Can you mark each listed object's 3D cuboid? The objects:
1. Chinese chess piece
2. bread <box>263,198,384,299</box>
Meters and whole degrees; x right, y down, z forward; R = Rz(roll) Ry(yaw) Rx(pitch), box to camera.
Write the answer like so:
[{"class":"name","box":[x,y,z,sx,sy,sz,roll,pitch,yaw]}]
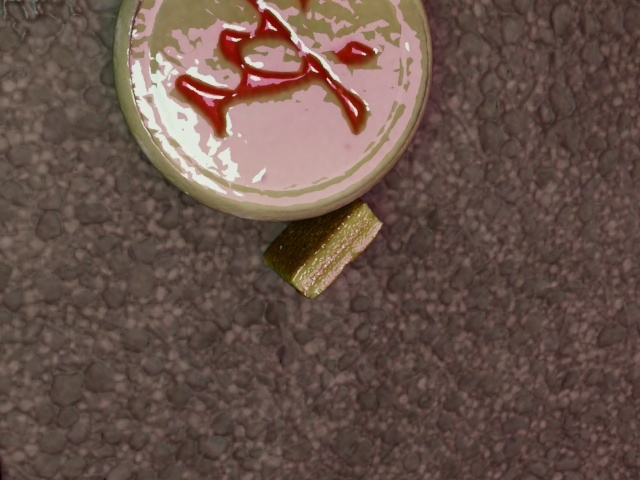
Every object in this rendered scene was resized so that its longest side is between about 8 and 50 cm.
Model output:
[{"class":"Chinese chess piece","box":[-0.036,-0.139,0.883,0.249,0.103,0.250,-1,96,-9]},{"class":"bread","box":[0.000,0.000,0.944,0.090,0.094,0.035,-47,111,-3]}]
